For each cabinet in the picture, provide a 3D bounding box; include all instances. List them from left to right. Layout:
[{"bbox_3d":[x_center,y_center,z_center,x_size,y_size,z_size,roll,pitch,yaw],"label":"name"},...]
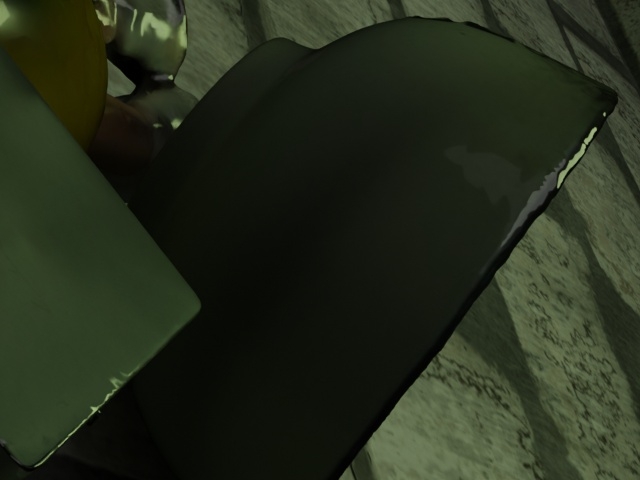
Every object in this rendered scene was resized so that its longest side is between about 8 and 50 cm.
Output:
[{"bbox_3d":[-0.186,0.049,0.493,0.150,0.206,0.145,52,26,-5],"label":"cabinet"}]

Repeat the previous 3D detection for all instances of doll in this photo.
[{"bbox_3d":[-0.196,-0.134,0.716,0.423,0.161,0.348,40,33,-49],"label":"doll"}]

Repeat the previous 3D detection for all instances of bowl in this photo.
[{"bbox_3d":[0.000,0.000,0.761,0.185,0.354,0.354,38,25,6],"label":"bowl"}]
